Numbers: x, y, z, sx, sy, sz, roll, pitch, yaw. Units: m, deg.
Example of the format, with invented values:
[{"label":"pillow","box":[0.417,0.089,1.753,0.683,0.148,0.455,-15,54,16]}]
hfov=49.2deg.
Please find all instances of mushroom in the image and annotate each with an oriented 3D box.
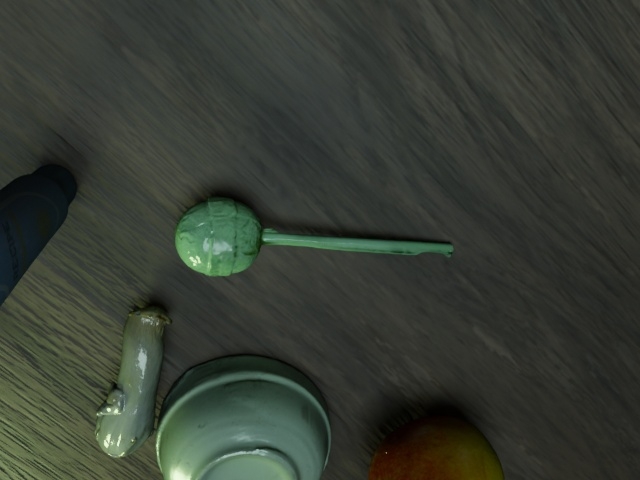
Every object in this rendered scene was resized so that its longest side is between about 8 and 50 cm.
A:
[{"label":"mushroom","box":[-0.301,0.234,1.136,0.099,0.096,0.278,14,110,-11]}]

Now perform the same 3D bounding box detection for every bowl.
[{"label":"bowl","box":[-0.127,0.362,1.172,0.307,0.163,0.307,-3,114,-6]}]

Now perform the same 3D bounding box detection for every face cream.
[{"label":"face cream","box":[-0.383,-0.015,0.874,0.086,0.385,0.136,-3,111,-5]}]

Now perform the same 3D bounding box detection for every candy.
[{"label":"candy","box":[0.000,0.000,1.076,0.439,0.119,0.119,2,112,-13]}]

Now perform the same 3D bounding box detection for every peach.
[{"label":"peach","box":[0.194,0.415,1.179,0.230,0.231,0.231,-2,112,-4]}]
